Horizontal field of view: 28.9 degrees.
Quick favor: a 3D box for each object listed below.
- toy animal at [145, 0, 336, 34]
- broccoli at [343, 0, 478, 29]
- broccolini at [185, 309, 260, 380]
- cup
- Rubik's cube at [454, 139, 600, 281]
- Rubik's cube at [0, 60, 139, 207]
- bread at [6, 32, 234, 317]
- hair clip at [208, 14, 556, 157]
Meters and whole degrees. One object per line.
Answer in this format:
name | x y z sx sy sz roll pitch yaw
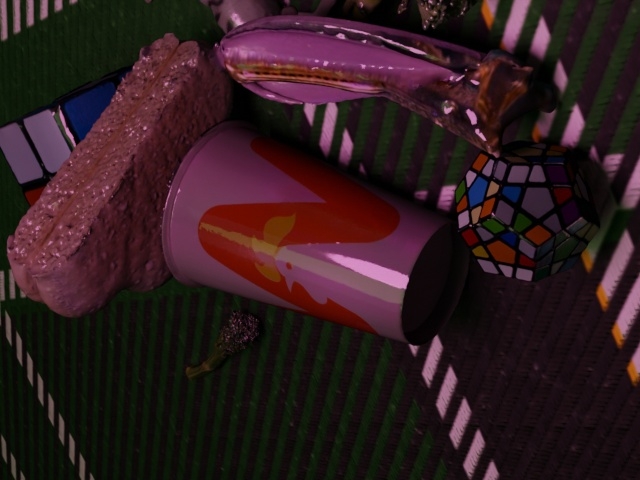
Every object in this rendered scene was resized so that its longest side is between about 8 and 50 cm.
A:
toy animal | -0.086 -0.269 1.280 0.255 0.090 0.170 42 149 24
broccoli | 0.074 -0.242 1.117 0.122 0.118 0.204 49 161 -10
broccolini | -0.138 0.149 1.694 0.054 0.051 0.239 48 150 1
cup | 0.000 0.000 1.312 0.288 0.203 0.203 20 131 30
Rubik's cube | 0.185 -0.027 1.117 0.111 0.133 0.133 21 153 -25
Rubik's cube | -0.259 -0.110 1.512 0.180 0.183 0.167 -10 108 49
bread | -0.194 -0.056 1.358 0.102 0.337 0.183 21 160 33
hair clip | 0.038 -0.156 1.164 0.358 0.110 0.096 17 101 31
